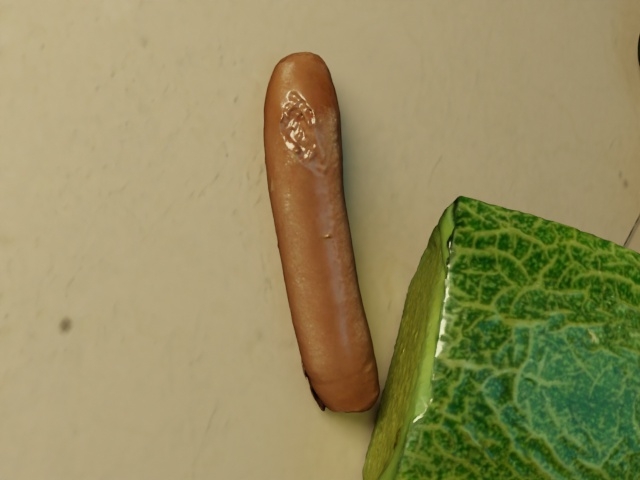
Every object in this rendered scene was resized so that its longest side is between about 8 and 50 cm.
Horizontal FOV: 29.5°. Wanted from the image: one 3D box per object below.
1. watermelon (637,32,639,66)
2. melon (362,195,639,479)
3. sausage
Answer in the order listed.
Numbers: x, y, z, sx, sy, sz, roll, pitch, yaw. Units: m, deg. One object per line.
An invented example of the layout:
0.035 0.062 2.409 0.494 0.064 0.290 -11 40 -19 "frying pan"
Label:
0.247 -0.136 0.773 0.078 0.078 0.111 10 121 -41 "watermelon"
0.177 0.111 0.667 0.323 0.124 0.196 17 91 -20 "melon"
0.000 0.000 0.607 0.043 0.043 0.186 -20 107 -38 "sausage"
